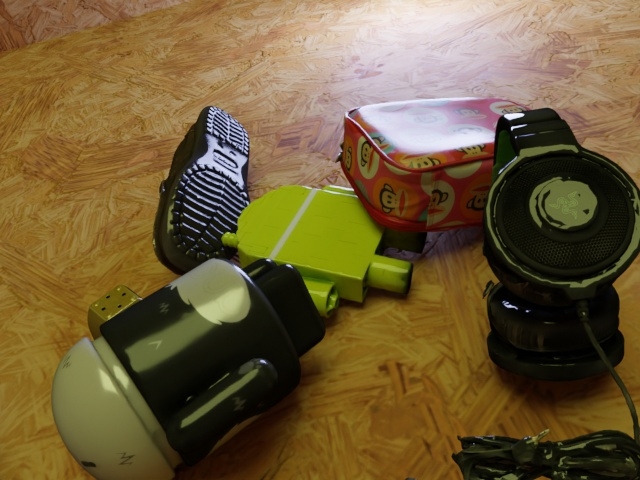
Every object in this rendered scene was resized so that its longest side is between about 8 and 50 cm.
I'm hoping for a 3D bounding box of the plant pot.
[{"bbox_3d":[-0.248,0.106,0.751,0.081,0.083,0.081,24,53,39],"label":"plant pot"}]

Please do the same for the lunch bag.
[{"bbox_3d":[0.177,-0.129,0.834,0.292,0.120,0.258,-7,36,-16],"label":"lunch bag"}]

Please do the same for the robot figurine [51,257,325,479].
[{"bbox_3d":[-0.131,0.131,0.615,0.278,0.209,0.174,-33,70,-23],"label":"robot figurine"}]

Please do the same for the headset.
[{"bbox_3d":[0.193,0.041,0.554,0.185,0.244,0.394,-8,39,9],"label":"headset"}]

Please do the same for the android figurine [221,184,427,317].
[{"bbox_3d":[0.000,0.000,0.803,0.272,0.056,0.248,9,41,16],"label":"android figurine"}]

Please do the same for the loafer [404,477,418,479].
[{"bbox_3d":[0.121,0.191,0.381,0.169,0.062,0.061,4,34,20],"label":"loafer"}]

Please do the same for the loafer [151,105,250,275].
[{"bbox_3d":[-0.191,-0.067,0.944,0.130,0.133,0.366,-40,28,30],"label":"loafer"}]
